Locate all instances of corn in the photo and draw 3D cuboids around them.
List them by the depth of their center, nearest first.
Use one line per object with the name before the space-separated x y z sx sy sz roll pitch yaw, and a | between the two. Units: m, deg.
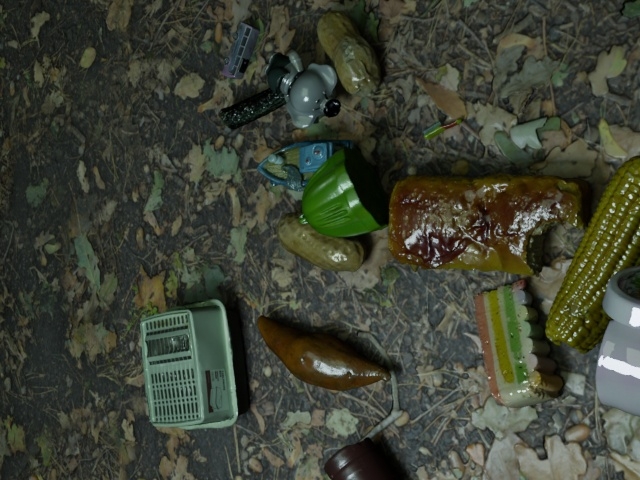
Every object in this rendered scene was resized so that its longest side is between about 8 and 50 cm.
corn | 0.477 0.020 1.382 0.120 0.120 0.363 36 111 33

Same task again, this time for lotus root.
lotus root | 0.027 -0.073 1.680 0.186 0.186 0.186 -2 87 38

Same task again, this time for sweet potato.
sweet potato | -0.009 0.244 1.760 0.359 0.112 0.112 12 96 35

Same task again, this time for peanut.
peanut | 0.060 -0.389 1.745 0.099 0.099 0.214 -42 58 29
peanut | 0.000 0.000 1.767 0.226 0.095 0.108 28 109 34

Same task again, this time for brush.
brush | 0.237 -0.221 1.639 0.083 0.019 0.021 -24 64 37

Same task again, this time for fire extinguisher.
fire extinguisher | 0.144 0.541 1.619 0.337 0.114 0.135 54 140 25

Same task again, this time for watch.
watch | 0.540 0.159 1.289 0.196 0.244 0.231 15 120 40

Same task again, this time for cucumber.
cucumber | -0.129 -0.311 1.904 0.215 0.058 0.052 -20 47 31

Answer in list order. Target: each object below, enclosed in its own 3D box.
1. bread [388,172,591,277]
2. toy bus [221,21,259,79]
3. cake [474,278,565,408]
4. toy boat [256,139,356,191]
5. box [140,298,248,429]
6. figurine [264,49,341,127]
bread | 0.296 -0.027 1.532 0.380 0.109 0.185 2 89 36
toy bus | -0.185 -0.438 1.966 0.052 0.037 0.130 30 105 30
cake | 0.338 0.184 1.504 0.109 0.090 0.225 -29 70 38
toy boat | -0.037 -0.162 1.802 0.238 0.098 0.109 -5 82 38
box | -0.286 0.285 1.934 0.220 0.166 0.290 -13 81 37
figurine | -0.032 -0.319 1.773 0.192 0.126 0.147 42 118 22
